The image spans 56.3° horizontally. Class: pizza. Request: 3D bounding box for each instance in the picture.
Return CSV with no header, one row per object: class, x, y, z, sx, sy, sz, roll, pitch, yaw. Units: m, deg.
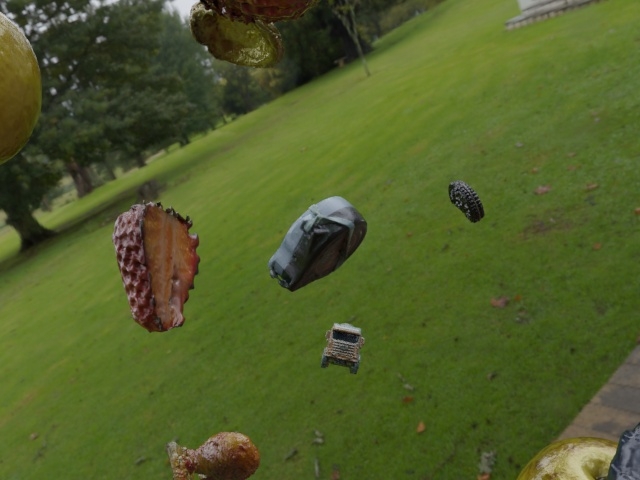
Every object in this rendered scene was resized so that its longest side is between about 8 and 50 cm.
pizza,-0.194,0.318,0.848,0.025,0.078,0.083,-19,20,0

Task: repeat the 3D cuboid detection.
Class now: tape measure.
tape measure,0.003,-0.002,1.192,0.181,0.107,0.182,-19,-32,-51

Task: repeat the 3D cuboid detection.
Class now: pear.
pear,0.465,0.483,1.026,0.280,0.281,0.281,-21,18,7

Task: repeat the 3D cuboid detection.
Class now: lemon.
lemon,-0.454,-0.177,0.677,0.228,0.229,0.253,-11,12,34

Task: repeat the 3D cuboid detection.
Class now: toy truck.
toy truck,0.065,0.294,1.685,0.107,0.140,0.257,11,-16,4

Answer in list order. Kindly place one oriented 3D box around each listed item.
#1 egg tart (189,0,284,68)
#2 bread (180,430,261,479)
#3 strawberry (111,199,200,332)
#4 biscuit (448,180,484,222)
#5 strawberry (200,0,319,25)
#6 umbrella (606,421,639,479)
egg tart,-0.172,-0.448,1.262,0.212,0.212,0.090,-1,67,51
bread,-0.248,0.542,1.465,0.268,0.139,0.095,-31,17,32
strawberry,-0.378,0.057,1.343,0.150,0.280,0.253,-8,2,14
biscuit,0.262,-0.070,1.080,0.027,0.087,0.089,-28,-8,-6
strawberry,-0.055,-0.278,0.552,0.184,0.187,0.202,-36,53,14
umbrella,0.201,0.168,0.370,0.070,0.070,0.248,-1,72,50
